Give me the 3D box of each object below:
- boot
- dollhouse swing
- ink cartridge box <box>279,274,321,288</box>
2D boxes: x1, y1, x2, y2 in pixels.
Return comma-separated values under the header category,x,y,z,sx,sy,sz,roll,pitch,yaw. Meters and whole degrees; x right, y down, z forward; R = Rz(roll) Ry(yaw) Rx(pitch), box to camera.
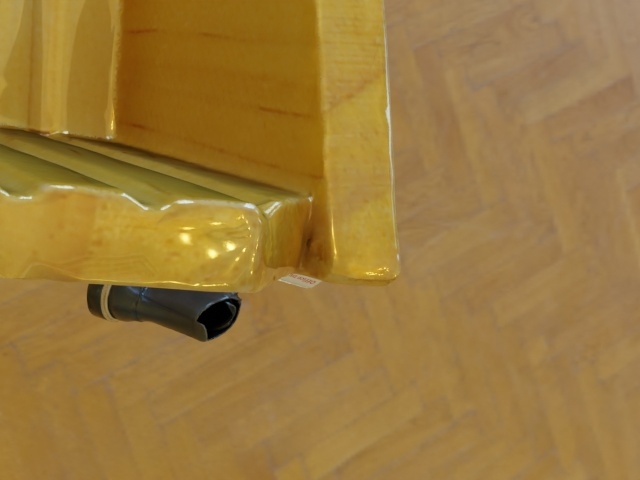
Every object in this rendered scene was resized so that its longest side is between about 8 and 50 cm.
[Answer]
category,x,y,z,sx,sy,sz,roll,pitch,yaw
boot,-0.108,0.037,1.217,0.198,0.137,0.077,-41,136,-44
dollhouse swing,-0.163,-0.167,0.413,0.346,0.315,0.305,7,96,-31
ink cartridge box,0.000,0.000,1.614,0.099,0.135,0.056,18,47,-50
